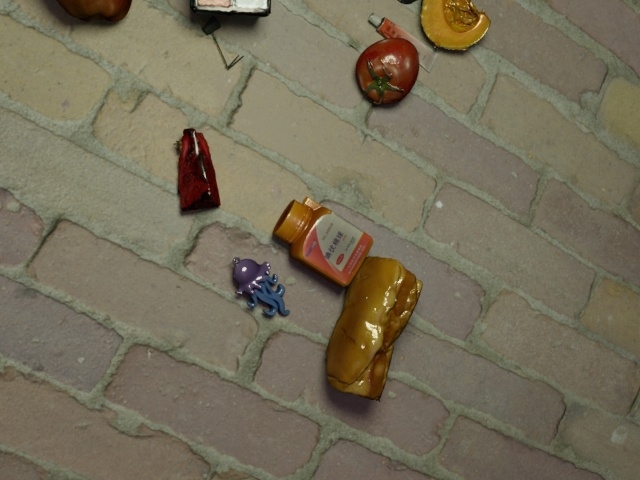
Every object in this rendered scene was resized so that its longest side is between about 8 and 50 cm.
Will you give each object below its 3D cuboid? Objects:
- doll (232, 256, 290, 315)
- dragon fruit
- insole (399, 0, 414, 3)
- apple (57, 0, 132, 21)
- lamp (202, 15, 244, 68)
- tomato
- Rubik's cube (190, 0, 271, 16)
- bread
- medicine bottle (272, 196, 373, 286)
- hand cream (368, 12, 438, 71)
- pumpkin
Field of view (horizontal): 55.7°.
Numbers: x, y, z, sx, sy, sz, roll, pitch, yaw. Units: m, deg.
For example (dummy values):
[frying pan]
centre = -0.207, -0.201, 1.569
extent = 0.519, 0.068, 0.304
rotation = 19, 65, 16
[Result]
[doll]
centre = -0.147, 0.117, 1.488
extent = 0.110, 0.067, 0.206
rotation = -48, 112, -24
[dragon fruit]
centre = -0.303, -0.167, 1.423
extent = 0.092, 0.122, 0.193
rotation = -9, 95, 1
[insole]
centre = 0.341, -0.734, 1.640
extent = 0.348, 0.009, 0.119
rotation = -29, 95, -13
[apple]
centre = -0.504, -0.596, 1.315
extent = 0.233, 0.234, 0.234
rotation = 0, 90, -14
[lamp]
centre = -0.244, -0.484, 1.479
extent = 0.054, 0.041, 0.121
rotation = -39, 96, -3
[tomato]
centre = 0.173, -0.437, 1.529
extent = 0.167, 0.167, 0.168
rotation = 0, 90, -14
[Rubik's cube]
centre = -0.210, -0.613, 1.396
extent = 0.180, 0.167, 0.184
rotation = 1, 108, -15
[bread]
centre = 0.118, 0.212, 1.490
extent = 0.148, 0.195, 0.344
rotation = 25, 81, -19
[medicine bottle]
centre = 0.000, 0.000, 1.498
extent = 0.222, 0.112, 0.149
rotation = 32, 82, -12
[hand cream]
centre = 0.217, -0.527, 1.598
extent = 0.216, 0.038, 0.052
rotation = 30, 110, -16
[pumpkin]
centre = 0.312, -0.630, 1.590
extent = 0.163, 0.111, 0.279
rotation = -32, 111, 4
